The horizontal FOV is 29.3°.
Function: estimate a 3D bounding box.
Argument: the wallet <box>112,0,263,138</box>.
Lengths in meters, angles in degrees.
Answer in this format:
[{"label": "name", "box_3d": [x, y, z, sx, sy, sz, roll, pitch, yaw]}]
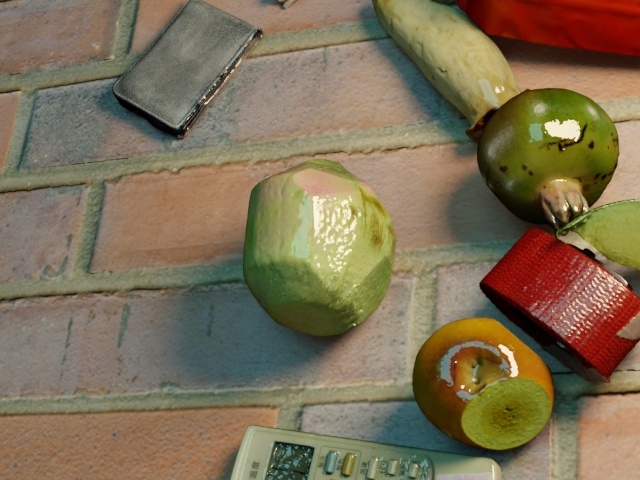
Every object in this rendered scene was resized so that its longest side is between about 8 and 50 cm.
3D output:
[{"label": "wallet", "box_3d": [-0.211, -0.273, 1.917, 0.167, 0.036, 0.222, 29, 76, 32]}]

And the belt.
[{"label": "belt", "box_3d": [0.301, 0.070, 1.468, 0.124, 0.128, 0.201, -48, 56, -5]}]

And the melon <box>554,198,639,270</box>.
[{"label": "melon", "box_3d": [0.401, 0.002, 1.451, 0.261, 0.053, 0.114, 10, 105, -9]}]

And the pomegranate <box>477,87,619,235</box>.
[{"label": "pomegranate", "box_3d": [0.289, -0.088, 1.524, 0.180, 0.180, 0.210, -22, 48, 11]}]

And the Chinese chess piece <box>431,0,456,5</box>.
[{"label": "Chinese chess piece", "box_3d": [0.171, -0.403, 1.818, 0.122, 0.051, 0.122, -10, 59, 16]}]

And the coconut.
[{"label": "coconut", "box_3d": [0.000, 0.000, 1.583, 0.204, 0.235, 0.236, -24, 49, 52]}]

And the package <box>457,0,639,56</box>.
[{"label": "package", "box_3d": [0.364, -0.349, 1.595, 0.423, 0.196, 0.123, 13, 54, 18]}]

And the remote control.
[{"label": "remote control", "box_3d": [0.049, 0.315, 1.490, 0.344, 0.050, 0.145, 3, 65, 24]}]

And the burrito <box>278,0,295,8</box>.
[{"label": "burrito", "box_3d": [-0.034, -0.465, 1.930, 0.064, 0.064, 0.203, 3, 66, 24]}]

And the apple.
[{"label": "apple", "box_3d": [0.188, 0.170, 1.450, 0.146, 0.147, 0.163, -44, 58, -3]}]

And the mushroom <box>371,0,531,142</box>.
[{"label": "mushroom", "box_3d": [0.183, -0.267, 1.722, 0.107, 0.087, 0.333, -33, 53, 2]}]
